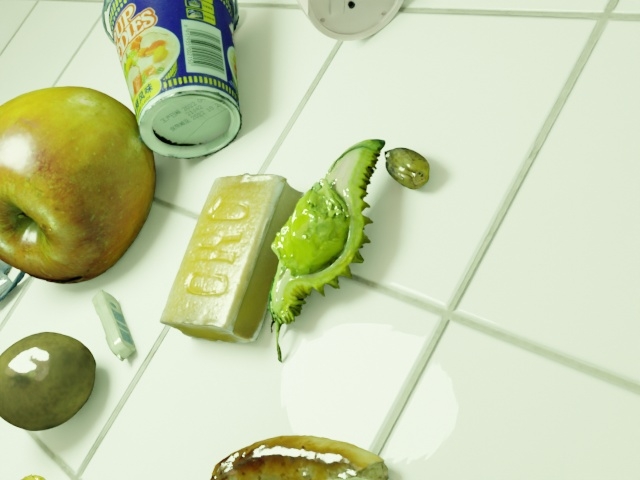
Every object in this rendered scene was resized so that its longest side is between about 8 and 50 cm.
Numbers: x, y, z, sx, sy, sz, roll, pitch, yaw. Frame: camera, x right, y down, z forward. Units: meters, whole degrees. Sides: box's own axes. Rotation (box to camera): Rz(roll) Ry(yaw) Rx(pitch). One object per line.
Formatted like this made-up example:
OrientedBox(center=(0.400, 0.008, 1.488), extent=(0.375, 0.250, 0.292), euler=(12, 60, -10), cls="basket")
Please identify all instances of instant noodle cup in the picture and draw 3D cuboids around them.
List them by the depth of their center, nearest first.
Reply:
OrientedBox(center=(-0.274, -0.339, 1.458), extent=(0.284, 0.284, 0.312), euler=(-28, 58, 21), cls="instant noodle cup")

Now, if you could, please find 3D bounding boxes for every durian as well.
OrientedBox(center=(0.002, 0.002, 1.104), extent=(0.375, 0.132, 0.106), euler=(-62, 2, -7), cls="durian")

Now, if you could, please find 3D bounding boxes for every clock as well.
OrientedBox(center=(0.053, -0.458, 1.307), extent=(0.197, 0.197, 0.068), euler=(-39, 44, 11), cls="clock")

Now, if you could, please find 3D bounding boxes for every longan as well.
OrientedBox(center=(-0.484, 0.245, 1.293), extent=(0.187, 0.167, 0.167), euler=(-27, 49, 21), cls="longan")

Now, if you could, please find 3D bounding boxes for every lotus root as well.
OrientedBox(center=(0.130, -0.113, 1.121), extent=(0.099, 0.049, 0.054), euler=(48, 116, 49), cls="lotus root")

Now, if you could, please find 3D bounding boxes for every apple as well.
OrientedBox(center=(-0.508, -0.119, 1.466), extent=(0.384, 0.375, 0.374), euler=(113, 152, -44), cls="apple")

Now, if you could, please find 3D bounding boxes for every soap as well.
OrientedBox(center=(-0.145, 0.028, 1.219), extent=(0.174, 0.089, 0.274), euler=(0, 63, 38), cls="soap")

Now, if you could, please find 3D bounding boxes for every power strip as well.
OrientedBox(center=(-0.381, 0.150, 1.352), extent=(0.030, 0.047, 0.191), euler=(-41, 45, 4), cls="power strip")

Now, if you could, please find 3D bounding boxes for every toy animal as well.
OrientedBox(center=(-0.768, 0.085, 1.686), extent=(0.255, 0.176, 0.239), euler=(-30, 39, -30), cls="toy animal")

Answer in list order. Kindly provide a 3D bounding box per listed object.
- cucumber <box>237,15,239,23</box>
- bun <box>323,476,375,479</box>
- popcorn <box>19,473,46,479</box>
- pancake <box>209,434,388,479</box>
OrientedBox(center=(-0.301, -0.467, 1.634), extent=(0.244, 0.063, 0.115), euler=(-23, 92, 3), cls="cucumber")
OrientedBox(center=(-0.005, 0.410, 0.734), extent=(0.353, 0.227, 0.348), euler=(11, 74, 35), cls="bun")
OrientedBox(center=(-0.507, 0.432, 1.242), extent=(0.084, 0.084, 0.084), euler=(-20, 51, 27), cls="popcorn")
OrientedBox(center=(-0.050, 0.367, 0.939), extent=(0.266, 0.057, 0.244), euler=(-1, 63, 36), cls="pancake")
